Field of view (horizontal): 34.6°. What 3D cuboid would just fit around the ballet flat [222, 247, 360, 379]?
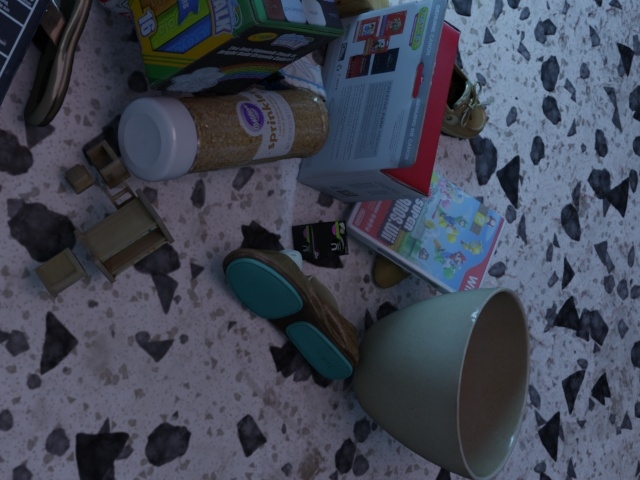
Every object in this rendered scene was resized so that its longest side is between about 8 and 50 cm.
[{"bbox_3d":[-0.038,0.094,1.705,0.342,0.116,0.124,46,40,-32],"label":"ballet flat"}]

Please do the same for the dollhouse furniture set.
[{"bbox_3d":[-0.333,-0.022,1.471,0.182,0.101,0.161,-34,69,-8],"label":"dollhouse furniture set"}]

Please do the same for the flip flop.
[{"bbox_3d":[-0.374,-0.294,1.409,0.080,0.112,0.277,17,83,-27],"label":"flip flop"}]

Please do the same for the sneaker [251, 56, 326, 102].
[{"bbox_3d":[-0.066,-0.291,1.715,0.191,0.071,0.082,18,67,-47],"label":"sneaker"}]

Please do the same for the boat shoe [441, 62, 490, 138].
[{"bbox_3d":[0.242,-0.290,1.975,0.285,0.089,0.104,35,66,-37],"label":"boat shoe"}]

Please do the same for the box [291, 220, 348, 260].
[{"bbox_3d":[0.000,0.000,1.769,0.083,0.052,0.062,-7,93,-42],"label":"box"}]

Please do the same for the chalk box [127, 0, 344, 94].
[{"bbox_3d":[-0.100,-0.335,1.395,0.180,0.289,0.179,-6,77,-51],"label":"chalk box"}]

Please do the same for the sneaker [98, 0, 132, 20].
[{"bbox_3d":[-0.258,-0.455,1.517,0.145,0.090,0.270,10,85,-45],"label":"sneaker"}]

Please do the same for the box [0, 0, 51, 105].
[{"bbox_3d":[-0.520,-0.252,1.206,0.296,0.183,0.294,35,68,-38],"label":"box"}]

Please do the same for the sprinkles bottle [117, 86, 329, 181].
[{"bbox_3d":[-0.139,-0.168,1.572,0.355,0.121,0.121,-15,99,-50],"label":"sprinkles bottle"}]

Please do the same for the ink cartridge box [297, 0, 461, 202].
[{"bbox_3d":[0.124,-0.232,1.741,0.130,0.272,0.309,23,74,-40],"label":"ink cartridge box"}]

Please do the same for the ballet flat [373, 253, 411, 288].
[{"bbox_3d":[0.184,0.003,1.925,0.232,0.073,0.080,-48,120,-32],"label":"ballet flat"}]

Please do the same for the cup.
[{"bbox_3d":[0.200,0.234,1.799,0.331,0.237,0.331,-14,107,-57],"label":"cup"}]

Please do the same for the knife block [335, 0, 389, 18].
[{"bbox_3d":[0.055,-0.553,1.810,0.276,0.088,0.242,44,61,-32],"label":"knife block"}]

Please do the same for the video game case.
[{"bbox_3d":[0.196,-0.030,1.889,0.285,0.025,0.204,33,61,-13],"label":"video game case"}]
